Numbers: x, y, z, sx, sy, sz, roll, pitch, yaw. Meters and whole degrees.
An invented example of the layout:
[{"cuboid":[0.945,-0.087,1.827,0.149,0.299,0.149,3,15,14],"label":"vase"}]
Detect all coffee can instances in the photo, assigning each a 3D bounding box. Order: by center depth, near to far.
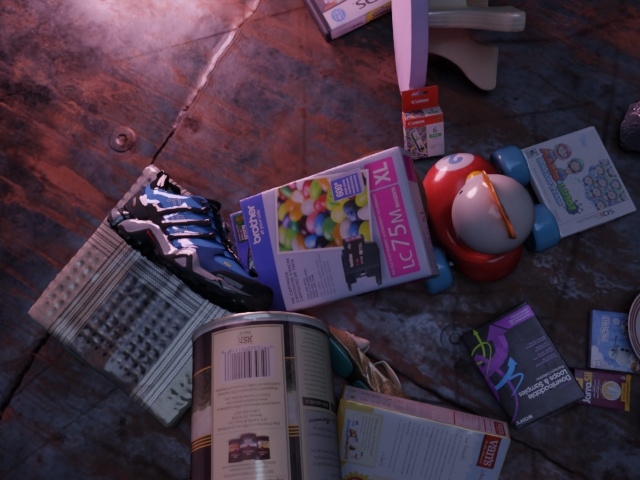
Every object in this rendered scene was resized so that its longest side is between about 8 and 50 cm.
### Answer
[{"cuboid":[-0.074,0.259,0.840,0.202,0.201,0.275,-6,63,2],"label":"coffee can"}]

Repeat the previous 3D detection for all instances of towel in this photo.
[{"cuboid":[-0.261,0.087,1.015,0.312,0.056,0.324,37,81,7],"label":"towel"}]

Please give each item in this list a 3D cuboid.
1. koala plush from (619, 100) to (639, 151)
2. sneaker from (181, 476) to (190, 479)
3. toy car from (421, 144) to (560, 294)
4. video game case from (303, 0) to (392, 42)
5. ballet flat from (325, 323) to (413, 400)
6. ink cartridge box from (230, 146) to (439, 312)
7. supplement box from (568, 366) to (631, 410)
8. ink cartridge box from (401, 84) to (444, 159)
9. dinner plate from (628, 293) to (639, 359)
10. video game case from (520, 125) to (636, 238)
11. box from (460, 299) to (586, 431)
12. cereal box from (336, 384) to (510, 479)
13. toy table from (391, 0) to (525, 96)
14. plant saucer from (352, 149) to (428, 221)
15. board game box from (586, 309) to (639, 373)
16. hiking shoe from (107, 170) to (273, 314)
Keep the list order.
[{"cuboid":[0.618,-0.232,0.959,0.196,0.203,0.221,32,70,9],"label":"koala plush"},{"cuboid":[-0.177,0.398,0.920,0.235,0.084,0.097,-25,79,-2],"label":"sneaker"},{"cuboid":[0.235,-0.052,0.908,0.219,0.238,0.210,-21,78,-1],"label":"toy car"},{"cuboid":[0.060,-0.524,1.121,0.248,0.035,0.274,-27,78,-2],"label":"video game case"},{"cuboid":[0.064,0.196,0.965,0.067,0.073,0.206,-34,80,-33],"label":"ballet flat"},{"cuboid":[0.000,0.000,0.912,0.311,0.065,0.185,-17,80,25],"label":"ink cartridge box"},{"cuboid":[0.416,0.223,0.939,0.083,0.043,0.054,6,80,5],"label":"supplement box"},{"cuboid":[0.166,-0.189,1.009,0.063,0.115,0.029,-10,39,2],"label":"ink cartridge box"},{"cuboid":[0.525,0.136,0.950,0.141,0.017,0.141,3,79,-15],"label":"dinner plate"},{"cuboid":[0.412,-0.095,1.005,0.143,0.019,0.157,-19,77,-11],"label":"video game case"},{"cuboid":[0.302,0.187,0.938,0.116,0.029,0.162,-32,71,11],"label":"box"},{"cuboid":[0.132,0.315,0.899,0.240,0.047,0.172,13,110,5],"label":"cereal box"},{"cuboid":[0.204,-0.364,0.983,0.161,0.274,0.252,-5,40,-1],"label":"toy table"},{"cuboid":[0.073,-0.042,0.957,0.199,0.036,0.198,-4,85,44],"label":"plant saucer"},{"cuboid":[0.460,0.157,0.962,0.090,0.020,0.090,6,78,5],"label":"board game box"},{"cuboid":[-0.179,-0.003,0.922,0.304,0.113,0.132,31,74,22],"label":"hiking shoe"}]
